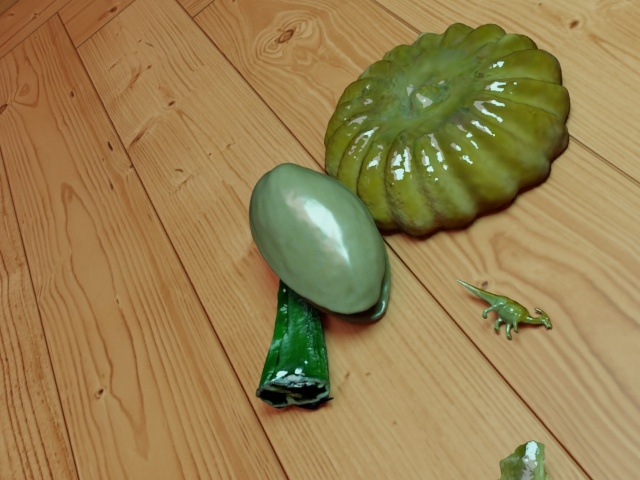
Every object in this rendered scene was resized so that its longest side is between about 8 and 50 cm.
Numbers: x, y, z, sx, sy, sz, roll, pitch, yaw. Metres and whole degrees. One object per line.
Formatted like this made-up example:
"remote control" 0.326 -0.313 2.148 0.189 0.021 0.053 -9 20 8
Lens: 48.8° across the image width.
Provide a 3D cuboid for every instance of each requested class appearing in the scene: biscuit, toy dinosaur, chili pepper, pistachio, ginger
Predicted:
"biscuit" 0.148 -0.158 0.899 0.326 0.107 0.326 -15 51 19
"toy dinosaur" 0.188 0.075 0.746 0.113 0.026 0.041 21 64 31
"chili pepper" -0.022 0.091 0.855 0.088 0.059 0.227 -4 48 10
"pistachio" 0.000 0.000 0.840 0.136 0.136 0.226 -38 68 2
"ginger" 0.174 0.246 0.620 0.057 0.044 0.137 19 73 9
